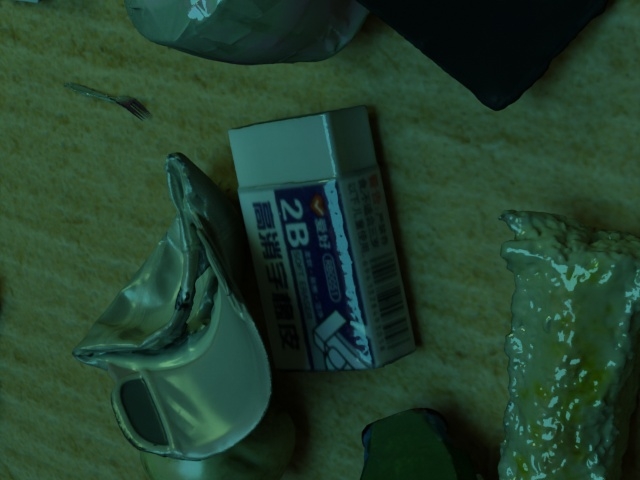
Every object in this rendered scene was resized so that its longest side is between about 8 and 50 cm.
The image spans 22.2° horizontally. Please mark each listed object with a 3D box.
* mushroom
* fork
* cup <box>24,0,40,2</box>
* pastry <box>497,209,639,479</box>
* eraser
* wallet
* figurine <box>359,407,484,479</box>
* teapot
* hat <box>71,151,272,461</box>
[{"bbox_3d":[-0.093,0.174,1.454,0.148,0.112,0.148,-19,49,23],"label":"mushroom"},{"bbox_3d":[-0.202,-0.134,1.528,0.115,0.016,0.012,23,126,37],"label":"fork"},{"bbox_3d":[-0.297,-0.266,1.543,0.116,0.074,0.104,25,143,29],"label":"cup"},{"bbox_3d":[0.188,0.107,1.201,0.121,0.089,0.258,14,112,35],"label":"pastry"},{"bbox_3d":[0.000,0.000,1.350,0.124,0.068,0.210,-4,100,46],"label":"eraser"},{"bbox_3d":[0.068,-0.217,1.118,0.285,0.030,0.146,34,112,-22],"label":"wallet"},{"bbox_3d":[0.096,0.266,1.325,0.185,0.127,0.234,-112,-3,-55],"label":"figurine"},{"bbox_3d":[-0.030,-0.232,1.241,0.221,0.178,0.163,-51,48,25],"label":"teapot"},{"bbox_3d":[-0.095,0.061,1.396,0.226,0.164,0.219,42,119,21],"label":"hat"}]
